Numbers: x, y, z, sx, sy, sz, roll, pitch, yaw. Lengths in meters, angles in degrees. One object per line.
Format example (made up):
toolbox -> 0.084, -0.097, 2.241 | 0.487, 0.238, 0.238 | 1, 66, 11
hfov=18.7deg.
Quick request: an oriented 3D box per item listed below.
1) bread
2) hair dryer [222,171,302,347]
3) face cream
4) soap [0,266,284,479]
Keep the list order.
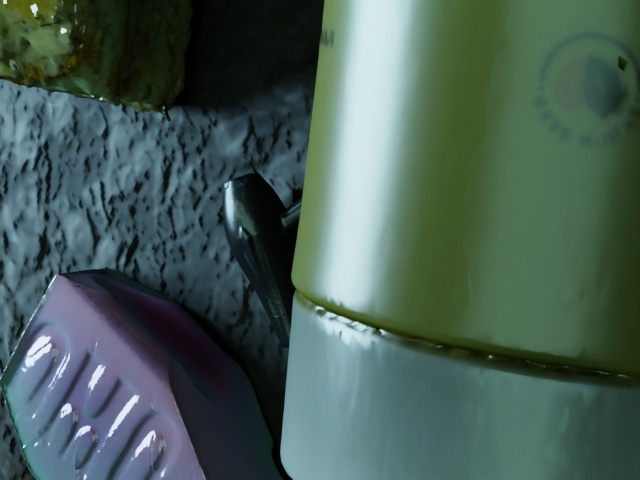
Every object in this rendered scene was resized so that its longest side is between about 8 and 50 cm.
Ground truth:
bread -> -0.124, -0.159, 0.877 | 0.138, 0.102, 0.196 | 15, 104, 38
hair dryer -> 0.000, 0.000, 0.845 | 0.083, 0.031, 0.079 | -21, 92, 28
face cream -> 0.101, -0.004, 0.644 | 0.218, 0.218, 0.179 | 11, 99, 36
soap -> -0.085, 0.084, 0.895 | 0.149, 0.056, 0.100 | 44, 115, 26
